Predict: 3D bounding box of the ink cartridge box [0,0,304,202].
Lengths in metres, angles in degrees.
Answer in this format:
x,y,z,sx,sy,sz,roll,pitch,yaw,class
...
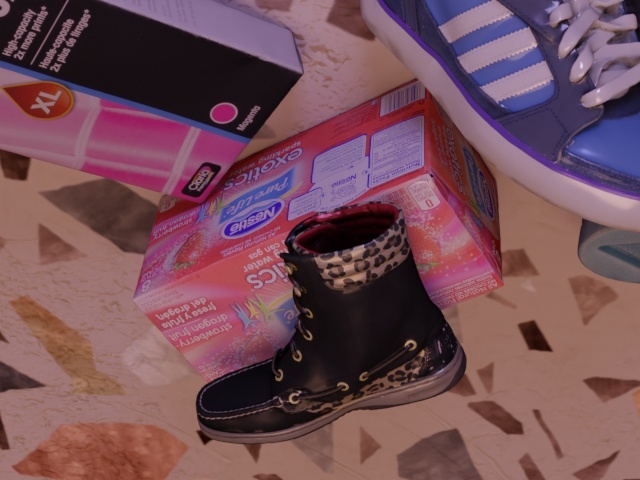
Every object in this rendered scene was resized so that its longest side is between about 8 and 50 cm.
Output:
x,y,z,sx,sy,sz,roll,pitch,yaw,class
-0.213,-0.147,0.935,0.371,0.069,0.176,17,132,-32,ink cartridge box

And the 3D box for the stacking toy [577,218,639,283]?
x,y,z,sx,sy,sz,roll,pitch,yaw,class
0.366,-0.030,0.941,0.309,0.130,0.279,4,155,5,stacking toy

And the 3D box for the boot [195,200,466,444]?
x,y,z,sx,sy,sz,roll,pitch,yaw,class
-0.014,0.068,0.959,0.236,0.085,0.178,-15,126,10,boot

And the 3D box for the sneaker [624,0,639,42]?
x,y,z,sx,sy,sz,roll,pitch,yaw,class
0.359,-0.159,0.919,0.286,0.109,0.130,2,139,8,sneaker

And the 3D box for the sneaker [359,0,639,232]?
x,y,z,sx,sy,sz,roll,pitch,yaw,class
0.172,-0.183,0.817,0.323,0.130,0.236,45,137,22,sneaker

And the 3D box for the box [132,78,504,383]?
x,y,z,sx,sy,sz,roll,pitch,yaw,class
0.000,0.000,1.052,0.300,0.154,0.142,-23,124,22,box
